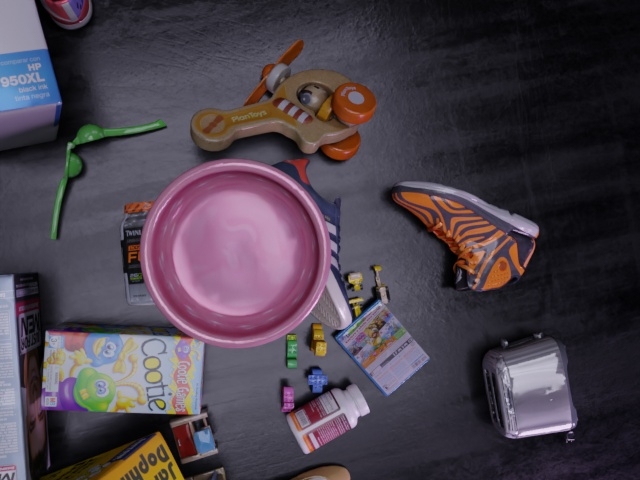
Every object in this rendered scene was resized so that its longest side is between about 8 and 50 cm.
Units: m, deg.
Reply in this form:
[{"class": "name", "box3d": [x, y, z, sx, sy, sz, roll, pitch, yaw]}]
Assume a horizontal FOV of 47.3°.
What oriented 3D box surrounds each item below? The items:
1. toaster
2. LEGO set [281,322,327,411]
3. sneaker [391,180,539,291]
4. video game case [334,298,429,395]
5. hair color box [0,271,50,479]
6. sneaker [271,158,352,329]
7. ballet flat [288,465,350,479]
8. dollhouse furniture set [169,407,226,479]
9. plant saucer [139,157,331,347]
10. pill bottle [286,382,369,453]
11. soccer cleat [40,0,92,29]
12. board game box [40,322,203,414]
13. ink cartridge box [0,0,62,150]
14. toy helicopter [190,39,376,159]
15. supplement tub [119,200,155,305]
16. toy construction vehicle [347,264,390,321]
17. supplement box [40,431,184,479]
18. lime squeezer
[{"class": "toaster", "box3d": [0.418, 0.303, 1.468, 0.146, 0.129, 0.227, -10, 92, -4]}, {"class": "LEGO set", "box3d": [-0.028, 0.227, 1.423, 0.087, 0.093, 0.227, 1, 89, -8]}, {"class": "sneaker", "box3d": [0.274, 0.003, 1.454, 0.321, 0.124, 0.180, 20, 85, -7]}, {"class": "video game case", "box3d": [0.125, 0.216, 1.469, 0.119, 0.015, 0.166, -41, 102, -1]}, {"class": "hair color box", "box3d": [-0.567, 0.248, 1.302, 0.113, 0.185, 0.375, -3, 89, -9]}, {"class": "sneaker", "box3d": [0.000, 0.000, 1.423, 0.148, 0.131, 0.350, -34, 107, -33]}, {"class": "ballet flat", "box3d": [-0.047, 0.505, 1.425, 0.232, 0.073, 0.080, -16, 92, -8]}, {"class": "dollhouse furniture set", "box3d": [-0.251, 0.435, 1.369, 0.128, 0.129, 0.184, -16, 92, -8]}, {"class": "plant saucer", "box3d": [-0.147, 0.021, 1.296, 0.332, 0.084, 0.332, 0, 97, 0]}, {"class": "pill bottle", "box3d": [0.016, 0.345, 1.430, 0.152, 0.086, 0.086, -27, 93, -7]}, {"class": "soccer cleat", "box3d": [-0.523, -0.555, 1.358, 0.108, 0.116, 0.318, -25, 92, -8]}, {"class": "board game box", "box3d": [-0.355, 0.235, 1.353, 0.275, 0.142, 0.144, 3, 89, -8]}, {"class": "ink cartridge box", "box3d": [-0.578, -0.375, 1.252, 0.166, 0.285, 0.395, -15, 91, -22]}, {"class": "toy helicopter", "box3d": [-0.086, -0.256, 1.391, 0.355, 0.140, 0.235, -18, 65, -25]}, {"class": "supplement tub", "box3d": [-0.315, 0.024, 1.376, 0.116, 0.117, 0.191, -6, 90, -8]}, {"class": "toy construction vehicle", "box3d": [0.093, 0.105, 1.475, 0.085, 0.035, 0.098, -14, 99, -7]}, {"class": "supplement box", "box3d": [-0.411, 0.498, 1.239, 0.356, 0.194, 0.195, -25, 93, 23]}, {"class": "lime squeezer", "box3d": [-0.446, -0.150, 1.403, 0.310, 0.059, 0.110, -48, 125, -8]}]
